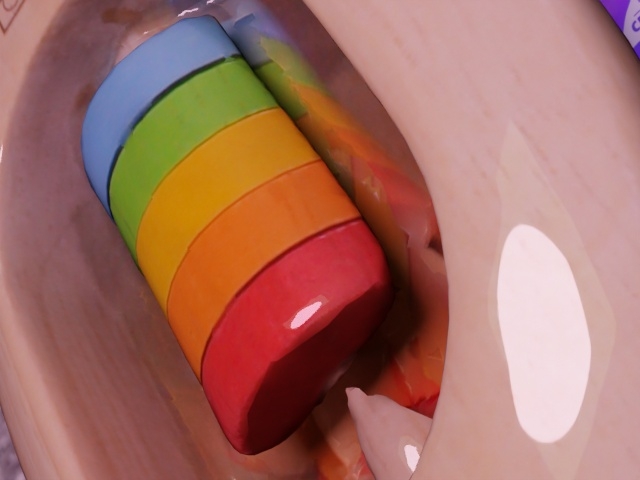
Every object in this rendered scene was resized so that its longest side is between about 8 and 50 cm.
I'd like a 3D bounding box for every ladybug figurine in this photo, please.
[{"bbox_3d":[0.000,0.000,0.494,0.305,0.161,0.449,-50,53,29],"label":"ladybug figurine"}]

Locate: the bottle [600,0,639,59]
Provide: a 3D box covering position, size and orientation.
[{"bbox_3d":[0.166,-0.061,0.488,0.118,0.092,0.283,-36,55,10],"label":"bottle"}]
